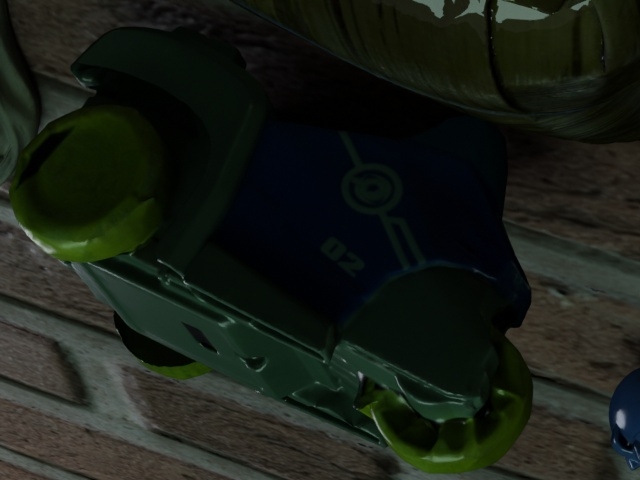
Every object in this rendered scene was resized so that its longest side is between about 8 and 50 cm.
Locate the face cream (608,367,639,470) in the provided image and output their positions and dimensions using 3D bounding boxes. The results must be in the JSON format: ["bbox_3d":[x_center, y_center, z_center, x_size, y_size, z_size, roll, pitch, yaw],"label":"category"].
[{"bbox_3d":[0.312,0.151,1.241,0.264,0.083,0.149,22,153,4],"label":"face cream"}]

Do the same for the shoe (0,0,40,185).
[{"bbox_3d":[-0.271,-0.076,1.224,0.124,0.159,0.316,18,151,9],"label":"shoe"}]

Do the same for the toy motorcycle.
[{"bbox_3d":[0.000,0.000,1.114,0.326,0.200,0.191,21,160,27],"label":"toy motorcycle"}]

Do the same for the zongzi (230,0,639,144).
[{"bbox_3d":[0.045,-0.126,0.903,0.286,0.138,0.300,17,170,14],"label":"zongzi"}]
